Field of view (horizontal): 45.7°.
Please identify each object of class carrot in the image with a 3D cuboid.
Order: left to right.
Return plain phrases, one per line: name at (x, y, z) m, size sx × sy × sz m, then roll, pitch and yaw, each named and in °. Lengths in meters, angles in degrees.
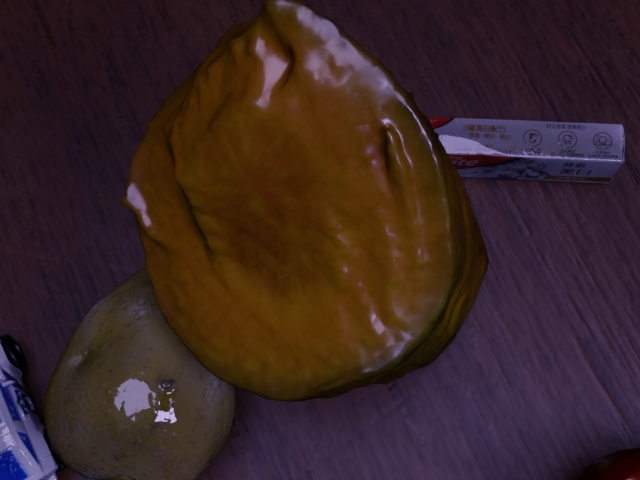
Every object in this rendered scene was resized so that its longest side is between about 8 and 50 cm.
carrot at (0.000, 0.000, 0.584) m, size 0.242 × 0.341 × 0.241 m, roll -4°, pitch 79°, yaw 19°

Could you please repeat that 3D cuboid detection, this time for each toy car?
toy car at (-0.289, 0.167, 0.672) m, size 0.080 × 0.070 × 0.170 m, roll -29°, pitch 73°, yaw -6°

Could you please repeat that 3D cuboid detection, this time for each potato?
potato at (-0.143, 0.117, 0.650) m, size 0.157 × 0.157 × 0.194 m, roll 11°, pitch 61°, yaw 7°

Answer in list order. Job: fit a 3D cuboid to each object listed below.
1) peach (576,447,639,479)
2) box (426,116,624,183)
peach at (0.312, 0.251, 0.551) m, size 0.267 × 0.154 × 0.158 m, roll 30°, pitch 73°, yaw 22°
box at (0.173, -0.087, 0.728) m, size 0.218 × 0.055 × 0.039 m, roll 3°, pitch 72°, yaw 4°
